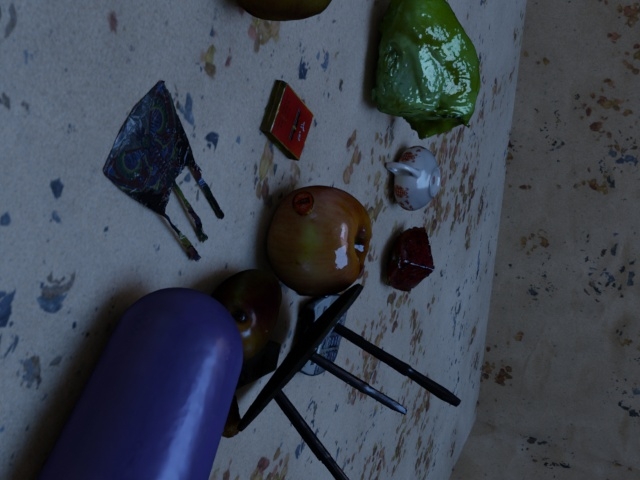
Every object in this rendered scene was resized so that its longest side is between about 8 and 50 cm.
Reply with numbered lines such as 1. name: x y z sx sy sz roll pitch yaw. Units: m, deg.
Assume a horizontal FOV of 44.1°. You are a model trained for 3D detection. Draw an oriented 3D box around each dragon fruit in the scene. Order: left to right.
1. dragon fruit: 0.214 0.039 2.034 0.127 0.120 0.161 22 48 -28

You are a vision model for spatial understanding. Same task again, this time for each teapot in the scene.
1. teapot: 0.229 -0.155 1.931 0.159 0.116 0.245 -63 150 -4

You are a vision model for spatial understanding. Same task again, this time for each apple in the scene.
1. apple: -0.046 -0.383 1.090 0.163 0.146 0.147 -37 131 -54
2. apple: 0.000 0.000 1.379 0.209 0.164 0.209 11 90 -69

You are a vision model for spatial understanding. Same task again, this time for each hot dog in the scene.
1. hot dog: -0.157 0.297 1.338 0.058 0.035 0.083 -53 149 -44

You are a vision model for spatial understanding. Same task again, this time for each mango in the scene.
1. mango: -0.120 0.116 1.214 0.267 0.111 0.133 -52 152 -78

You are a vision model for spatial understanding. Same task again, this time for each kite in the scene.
1. kite: -0.194 -0.075 1.073 0.152 0.015 0.285 -65 155 -25

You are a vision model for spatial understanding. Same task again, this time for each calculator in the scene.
1. calculator: 0.008 0.196 1.666 0.268 0.040 0.177 17 87 -68

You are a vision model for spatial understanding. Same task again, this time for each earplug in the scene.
1. earplug: -0.226 0.270 0.957 0.215 0.215 0.456 61 44 -58

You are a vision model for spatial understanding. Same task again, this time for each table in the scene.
1. table: 0.047 0.280 1.358 0.317 0.249 0.317 -50 -179 1

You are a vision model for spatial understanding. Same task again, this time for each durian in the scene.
1. durian: 0.224 -0.364 1.664 0.256 0.204 0.339 -23 123 -49

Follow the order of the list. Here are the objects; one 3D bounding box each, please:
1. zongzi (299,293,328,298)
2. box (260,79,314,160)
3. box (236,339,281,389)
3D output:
1. zongzi: -0.014 0.064 1.530 0.073 0.067 0.083 -49 128 -37
2. box: -0.055 -0.199 1.325 0.090 0.023 0.133 -71 156 -10
3. box: -0.136 0.214 1.338 0.218 0.039 0.055 -12 115 -65
